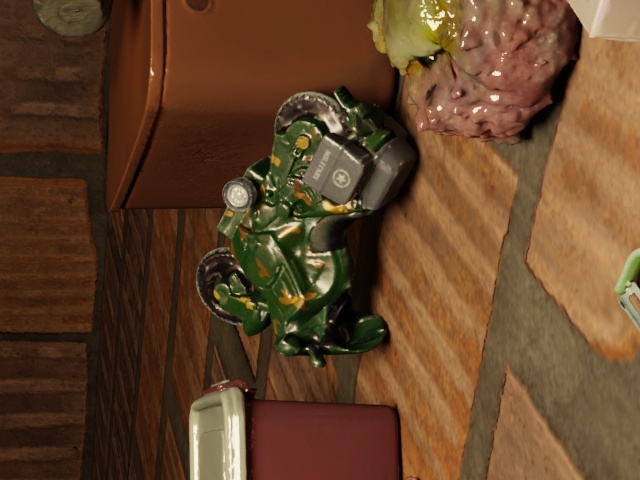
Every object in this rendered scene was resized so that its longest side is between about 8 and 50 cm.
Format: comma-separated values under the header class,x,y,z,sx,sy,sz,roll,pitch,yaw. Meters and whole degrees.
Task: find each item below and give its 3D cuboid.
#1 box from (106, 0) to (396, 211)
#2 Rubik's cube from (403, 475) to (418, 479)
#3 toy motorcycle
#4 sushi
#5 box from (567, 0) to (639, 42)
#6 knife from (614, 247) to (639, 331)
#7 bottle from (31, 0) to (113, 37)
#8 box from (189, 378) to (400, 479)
class,x,y,z,sx,sy,sz,roll,pitch,yaw
box,-0.081,-0.181,1.407,0.339,0.229,0.239,130,139,-66
Rubik's cube,0.078,0.337,1.127,0.190,0.211,0.178,17,131,50
toy motorcycle,0.000,0.000,1.270,0.125,0.187,0.274,-39,-19,-56
sushi,0.100,-0.186,0.986,0.161,0.107,0.241,118,150,-52
box,0.184,-0.300,0.743,0.200,0.065,0.343,-106,23,-49
knife,0.206,0.065,0.744,0.212,0.015,0.054,-111,34,-55
bottle,-0.227,-0.298,1.305,0.112,0.112,0.260,110,159,-50
box,-0.023,0.274,1.291,0.193,0.167,0.294,146,123,-74
